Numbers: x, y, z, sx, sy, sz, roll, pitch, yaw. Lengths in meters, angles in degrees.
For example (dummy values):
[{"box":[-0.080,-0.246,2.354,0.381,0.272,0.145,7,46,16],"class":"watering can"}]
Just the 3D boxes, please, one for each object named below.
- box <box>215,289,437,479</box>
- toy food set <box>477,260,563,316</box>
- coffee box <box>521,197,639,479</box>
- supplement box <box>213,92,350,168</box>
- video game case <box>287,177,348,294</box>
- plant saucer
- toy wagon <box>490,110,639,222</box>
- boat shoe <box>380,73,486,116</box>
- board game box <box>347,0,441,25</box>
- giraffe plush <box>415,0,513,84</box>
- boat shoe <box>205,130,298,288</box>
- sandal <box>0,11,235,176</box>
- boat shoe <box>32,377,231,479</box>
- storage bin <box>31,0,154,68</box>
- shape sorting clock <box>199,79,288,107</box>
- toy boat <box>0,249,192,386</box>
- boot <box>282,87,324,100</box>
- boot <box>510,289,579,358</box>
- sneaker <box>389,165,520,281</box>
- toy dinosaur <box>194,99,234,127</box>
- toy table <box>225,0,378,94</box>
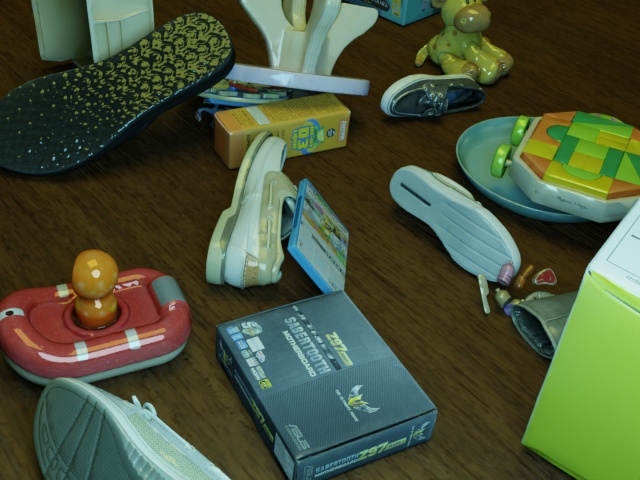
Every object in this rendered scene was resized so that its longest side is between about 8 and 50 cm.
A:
[{"box":[0.000,0.168,0.988,0.183,0.059,0.232,-13,42,-25],"class":"box"},{"box":[0.285,0.065,1.155,0.122,0.019,0.077,-9,85,-14],"class":"toy food set"},{"box":[0.457,0.111,0.838,0.338,0.337,0.334,31,57,24],"class":"coffee box"},{"box":[-0.066,-0.194,1.436,0.233,0.078,0.080,-16,43,-25],"class":"supplement box"},{"box":[0.000,0.000,1.173,0.015,0.119,0.166,-26,30,23],"class":"video game case"},{"box":[0.391,-0.121,1.431,0.318,0.043,0.317,4,37,-3],"class":"plant saucer"},{"box":[0.450,-0.146,1.382,0.267,0.068,0.344,20,40,17],"class":"toy wagon"},{"box":[0.225,-0.271,1.583,0.229,0.080,0.076,-11,39,-33],"class":"boat shoe"},{"box":[0.221,-0.658,2.077,0.254,0.079,0.336,33,45,31],"class":"board game box"},{"box":[0.306,-0.445,1.735,0.210,0.170,0.181,30,44,28],"class":"giraffe plush"},{"box":[-0.081,-0.044,1.222,0.103,0.113,0.302,11,48,4],"class":"boat shoe"},{"box":[-0.343,-0.224,1.377,0.446,0.107,0.167,-27,75,-7],"class":"sandal"},{"box":[-0.171,0.245,0.838,0.320,0.118,0.103,26,5,28],"class":"boat shoe"},{"box":[-0.417,-0.394,1.498,0.123,0.260,0.262,-23,46,-31],"class":"storage bin"},{"box":[-0.160,-0.277,1.506,0.206,0.040,0.206,11,15,-3],"class":"shape sorting clock"},{"box":[-0.275,0.076,0.995,0.231,0.151,0.151,-13,41,-23],"class":"toy boat"},{"box":[-0.031,-0.259,1.562,0.087,0.042,0.118,-6,37,-5],"class":"boot"},{"box":[0.391,0.116,1.098,0.209,0.076,0.190,-8,27,-28],"class":"boot"},{"box":[0.221,-0.036,1.260,0.091,0.094,0.258,-7,44,-43],"class":"sneaker"},{"box":[-0.186,-0.228,1.513,0.082,0.047,0.090,17,5,28],"class":"toy dinosaur"},{"box":[-0.033,-0.352,1.459,0.274,0.160,0.252,1,15,-31],"class":"toy table"}]
